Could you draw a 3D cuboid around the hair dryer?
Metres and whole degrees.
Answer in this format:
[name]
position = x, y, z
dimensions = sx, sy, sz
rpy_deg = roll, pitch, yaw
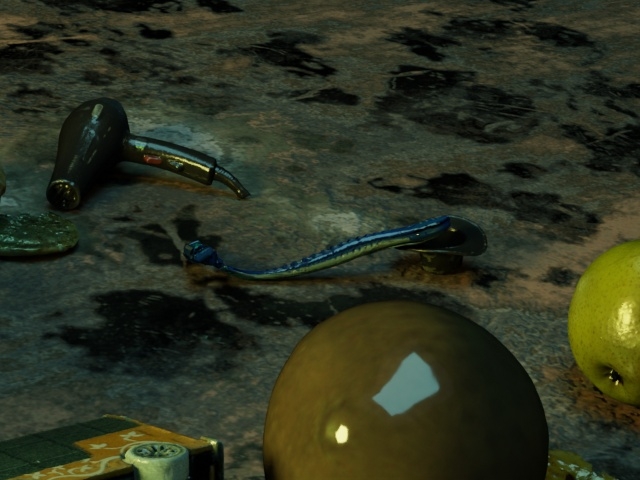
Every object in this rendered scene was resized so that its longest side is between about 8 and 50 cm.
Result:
[hair dryer]
position = -0.219, -0.097, 2.079
dimensions = 0.271, 0.091, 0.235
rpy_deg = 12, 33, 1

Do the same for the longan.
[longan]
position = 0.068, 0.173, 1.321
dimensions = 0.258, 0.258, 0.258
rpy_deg = 6, 24, -3

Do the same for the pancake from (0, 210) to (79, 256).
[pancake]
position = -0.351, -0.007, 1.897
dimensions = 0.129, 0.023, 0.116
rpy_deg = -5, 26, -26

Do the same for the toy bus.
[toy bus]
position = -0.221, 0.226, 1.212
dimensions = 0.167, 0.139, 0.275
rpy_deg = 9, 14, 44

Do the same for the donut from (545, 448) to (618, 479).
[donut]
position = 0.234, 0.240, 1.469
dimensions = 0.097, 0.043, 0.108
rpy_deg = -13, 32, -39

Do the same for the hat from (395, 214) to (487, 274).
[hat]
position = 0.147, 0.012, 1.953
dimensions = 0.121, 0.050, 0.121
rpy_deg = -1, 24, 1

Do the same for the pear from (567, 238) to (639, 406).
[pear]
position = 0.357, 0.082, 1.689
dimensions = 0.198, 0.198, 0.198
rpy_deg = 6, 24, -3

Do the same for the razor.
[razor]
position = 0.001, 0.012, 1.886
dimensions = 0.324, 0.056, 0.093
rpy_deg = -7, 4, -11

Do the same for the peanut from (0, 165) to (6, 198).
[peanut]
position = -0.492, -0.055, 1.863
dimensions = 0.196, 0.110, 0.233
rpy_deg = 20, 25, 31
